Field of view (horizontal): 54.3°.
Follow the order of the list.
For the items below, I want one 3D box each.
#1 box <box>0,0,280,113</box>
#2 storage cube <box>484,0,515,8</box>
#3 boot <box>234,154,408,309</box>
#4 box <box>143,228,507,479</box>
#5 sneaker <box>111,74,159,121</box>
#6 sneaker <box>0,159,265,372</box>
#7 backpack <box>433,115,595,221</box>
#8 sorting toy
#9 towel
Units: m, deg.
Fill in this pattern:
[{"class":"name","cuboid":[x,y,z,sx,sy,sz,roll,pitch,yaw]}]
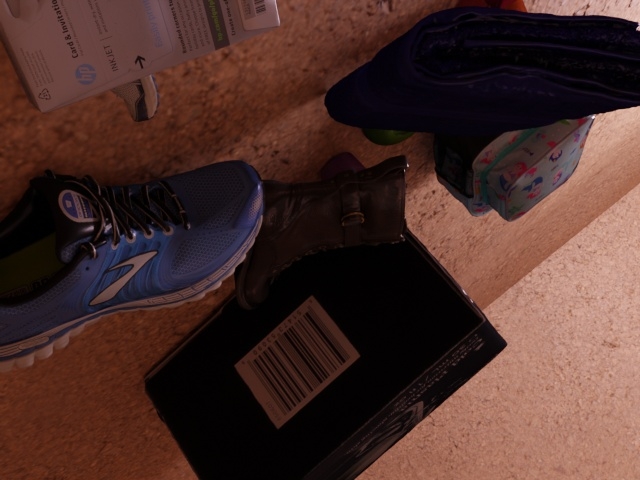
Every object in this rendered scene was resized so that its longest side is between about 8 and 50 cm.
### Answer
[{"class":"box","cuboid":[-0.125,-0.185,0.405,0.186,0.038,0.145,-30,128,-24]},{"class":"storage cube","cuboid":[0.158,-0.328,0.461,0.215,0.184,0.193,-31,156,-20]},{"class":"boot","cuboid":[0.000,0.000,0.800,0.228,0.091,0.263,-5,146,-8]},{"class":"box","cuboid":[0.046,0.216,1.113,0.480,0.297,0.471,-43,158,6]},{"class":"sneaker","cuboid":[-0.168,-0.143,0.479,0.058,0.052,0.135,-28,144,-15]},{"class":"sneaker","cuboid":[-0.194,0.002,0.587,0.329,0.130,0.147,-29,156,-23]},{"class":"backpack","cuboid":[0.297,-0.146,0.992,0.225,0.191,0.253,-38,161,-6]},{"class":"sorting toy","cuboid":[0.157,-0.163,0.817,0.365,0.126,0.127,-47,155,14]},{"class":"towel","cuboid":[0.140,-0.156,0.607,0.227,0.076,0.308,3,-176,-12]}]
